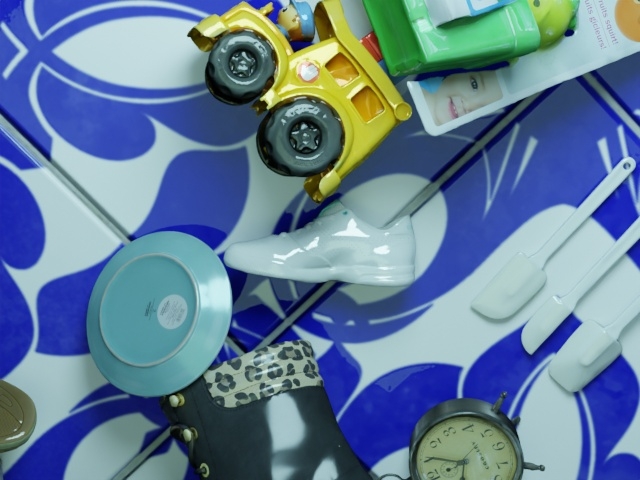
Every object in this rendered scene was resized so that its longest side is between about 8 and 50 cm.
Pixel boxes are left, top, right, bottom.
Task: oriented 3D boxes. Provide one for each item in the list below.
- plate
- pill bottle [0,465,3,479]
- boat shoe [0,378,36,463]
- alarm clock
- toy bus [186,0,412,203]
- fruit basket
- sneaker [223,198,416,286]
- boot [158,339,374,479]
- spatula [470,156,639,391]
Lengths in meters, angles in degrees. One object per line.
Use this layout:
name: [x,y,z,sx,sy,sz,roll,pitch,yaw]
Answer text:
plate: [-0.185,0.078,1.262,0.188,0.024,0.188,-7,72,23]
pill bottle: [-0.445,0.292,1.360,0.120,0.067,0.067,-1,104,3]
boat shoe: [-0.464,0.213,1.335,0.285,0.104,0.089,4,136,8]
alarm clock: [0.149,0.255,1.320,0.192,0.064,0.129,-26,101,7]
toy bus: [-0.001,-0.180,1.188,0.211,0.149,0.220,-39,97,-2]
fruit basket: [0.203,-0.312,1.115,0.353,0.165,0.327,-22,97,-9]
sneaker: [0.000,0.000,1.268,0.212,0.080,0.094,3,93,-5]
boot: [-0.114,0.298,1.245,0.377,0.138,0.284,-26,68,8]
spatula: [0.310,0.040,1.284,0.168,0.019,0.242,42,102,-2]
